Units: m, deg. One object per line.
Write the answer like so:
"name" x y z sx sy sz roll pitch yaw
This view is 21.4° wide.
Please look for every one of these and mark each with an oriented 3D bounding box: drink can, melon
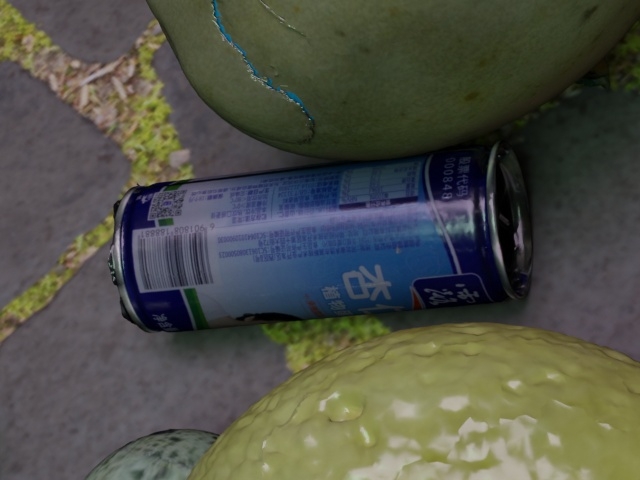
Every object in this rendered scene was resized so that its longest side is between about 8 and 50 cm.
"drink can" 0.000 0.000 0.998 0.235 0.097 0.097 -7 56 18
"melon" 0.046 -0.182 0.926 0.330 0.268 0.268 -36 48 29

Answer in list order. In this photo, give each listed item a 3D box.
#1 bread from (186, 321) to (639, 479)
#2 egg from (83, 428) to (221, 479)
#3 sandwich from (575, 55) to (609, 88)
"bread" 0.073 0.192 0.727 0.321 0.237 0.320 -2 66 5
"egg" -0.078 0.184 0.887 0.132 0.132 0.172 4 74 25
"sandwich" 0.061 -0.151 1.093 0.245 0.063 0.212 -10 57 18
